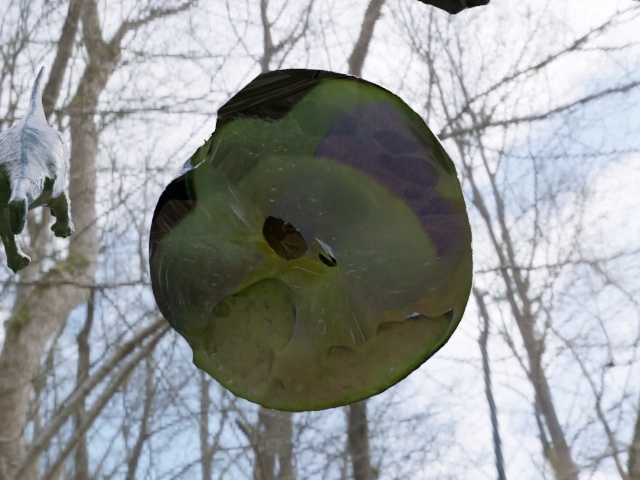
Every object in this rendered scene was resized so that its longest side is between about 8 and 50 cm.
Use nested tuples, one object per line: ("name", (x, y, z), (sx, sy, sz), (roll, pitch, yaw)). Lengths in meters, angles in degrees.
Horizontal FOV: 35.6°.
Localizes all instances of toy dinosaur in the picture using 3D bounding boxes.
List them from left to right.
("toy dinosaur", (-0.329, -0.111, 1.101), (0.087, 0.447, 0.300), (-7, -34, -10))

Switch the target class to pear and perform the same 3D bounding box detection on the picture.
("pear", (0.003, 0.003, 1.192), (0.399, 0.398, 0.165), (-30, -6, 19))

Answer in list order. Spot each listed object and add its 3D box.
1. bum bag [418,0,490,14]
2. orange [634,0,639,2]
("bum bag", (0.145, -0.331, 1.068), (0.087, 0.197, 0.049), (6, -12, -7))
("orange", (0.315, -0.337, 0.910), (0.236, 0.236, 0.236), (-5, -44, -5))
